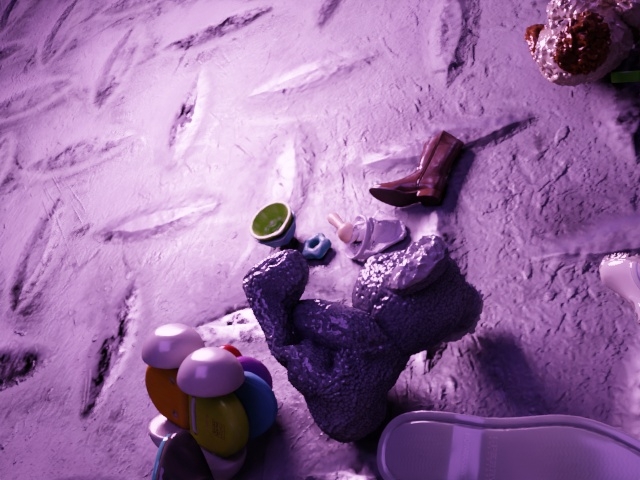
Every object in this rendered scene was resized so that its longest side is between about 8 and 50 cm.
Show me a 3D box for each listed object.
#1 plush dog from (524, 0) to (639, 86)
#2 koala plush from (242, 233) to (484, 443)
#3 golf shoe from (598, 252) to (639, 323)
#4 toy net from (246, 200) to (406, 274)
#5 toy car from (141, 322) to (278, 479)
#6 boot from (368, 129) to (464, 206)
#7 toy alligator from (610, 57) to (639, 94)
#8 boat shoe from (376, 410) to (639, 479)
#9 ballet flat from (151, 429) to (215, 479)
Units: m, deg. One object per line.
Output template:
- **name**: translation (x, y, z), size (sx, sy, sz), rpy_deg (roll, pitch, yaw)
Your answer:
- **plush dog**: translation (0.365, -0.291, 1.223), size (0.225, 0.210, 0.262), rpy_deg (-48, 4, 7)
- **koala plush**: translation (0.067, 0.089, 1.044), size (0.221, 0.196, 0.203), rpy_deg (-32, 51, 5)
- **golf shoe**: translation (0.333, 0.073, 0.949), size (0.086, 0.069, 0.176), rpy_deg (-50, 39, -7)
- **toy net**: translation (0.000, 0.000, 1.279), size (0.232, 0.045, 0.122), rpy_deg (-4, 48, 33)
- **toy car**: translation (-0.123, 0.181, 1.134), size (0.136, 0.159, 0.182), rpy_deg (-15, 25, -36)
- **boot**: translation (0.129, -0.099, 1.288), size (0.106, 0.037, 0.114), rpy_deg (8, 58, 25)
- **toy alligator**: translation (0.446, -0.201, 1.151), size (0.189, 0.056, 0.051), rpy_deg (2, 12, 38)
- **boat shoe**: translation (0.199, 0.215, 0.882), size (0.302, 0.091, 0.114), rpy_deg (9, 76, 39)
- **ballet flat**: translation (-0.132, 0.338, 0.988), size (0.096, 0.095, 0.281), rpy_deg (-1, 69, 22)
